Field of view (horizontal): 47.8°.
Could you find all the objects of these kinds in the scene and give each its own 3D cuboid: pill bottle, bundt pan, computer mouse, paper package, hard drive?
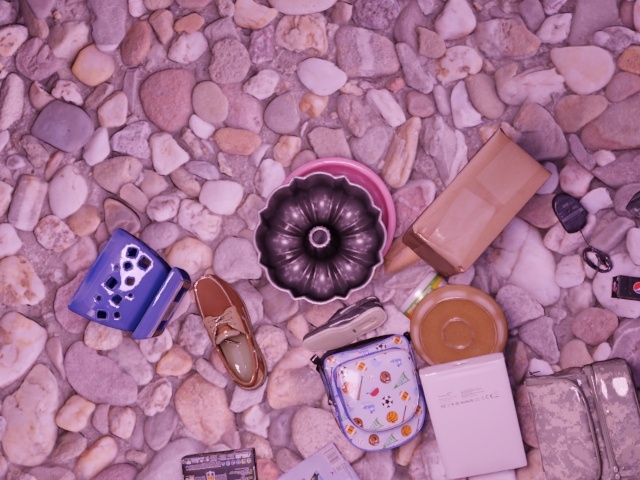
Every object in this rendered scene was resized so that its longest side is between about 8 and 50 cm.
[{"bbox_3d":[0.333,0.203,1.831,0.245,0.136,0.136,40,85,8],"label":"pill bottle"},{"bbox_3d":[0.000,0.000,1.804,0.330,0.124,0.331,0,82,2],"label":"bundt pan"},{"bbox_3d":[0.688,-0.019,1.902,0.071,0.041,0.242,-30,87,7],"label":"computer mouse"},{"bbox_3d":[0.371,-0.079,1.786,0.168,0.309,0.325,41,86,4],"label":"paper package"},{"bbox_3d":[0.374,0.432,1.760,0.202,0.040,0.308,-13,109,9],"label":"hard drive"}]

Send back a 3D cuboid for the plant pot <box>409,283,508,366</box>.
[{"bbox_3d":[0.332,0.223,1.741,0.236,0.032,0.237,3,103,11],"label":"plant pot"}]

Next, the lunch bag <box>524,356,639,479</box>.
[{"bbox_3d":[0.646,0.451,1.749,0.255,0.212,0.305,-13,80,18],"label":"lunch bag"}]

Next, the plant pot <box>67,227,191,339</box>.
[{"bbox_3d":[-0.469,0.127,1.846,0.212,0.236,0.236,29,83,0],"label":"plant pot"}]

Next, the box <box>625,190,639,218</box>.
[{"bbox_3d":[0.909,-0.053,1.817,0.232,0.183,0.059,36,85,9],"label":"box"}]

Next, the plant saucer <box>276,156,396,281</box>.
[{"bbox_3d":[0.034,-0.051,1.915,0.331,0.084,0.333,-1,82,4],"label":"plant saucer"}]

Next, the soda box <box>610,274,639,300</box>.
[{"bbox_3d":[0.841,0.128,1.857,0.168,0.053,0.060,7,81,4],"label":"soda box"}]

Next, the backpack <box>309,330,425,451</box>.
[{"bbox_3d":[0.140,0.382,1.788,0.276,0.213,0.264,-16,91,-2],"label":"backpack"}]

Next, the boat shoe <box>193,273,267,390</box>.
[{"bbox_3d":[-0.232,0.234,1.866,0.122,0.120,0.324,-29,81,-2],"label":"boat shoe"}]

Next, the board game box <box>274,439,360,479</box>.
[{"bbox_3d":[-0.017,0.687,1.703,0.317,0.066,0.319,-31,45,-11],"label":"board game box"}]

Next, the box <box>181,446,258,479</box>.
[{"bbox_3d":[-0.253,0.634,1.844,0.190,0.045,0.184,-8,83,1],"label":"box"}]

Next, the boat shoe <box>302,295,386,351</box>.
[{"bbox_3d":[0.058,0.220,1.886,0.233,0.084,0.079,-27,42,6],"label":"boat shoe"}]
